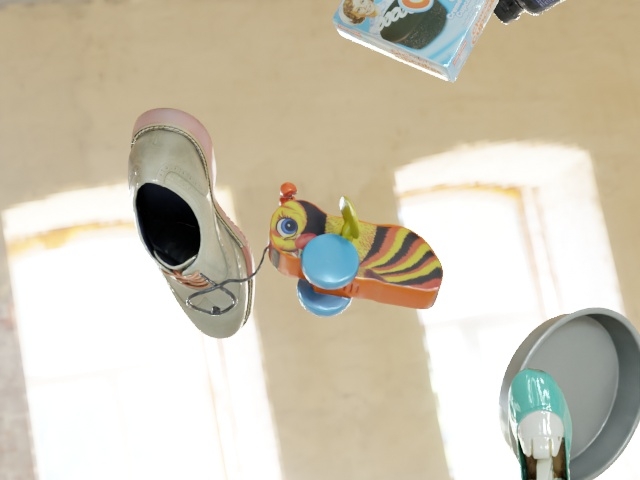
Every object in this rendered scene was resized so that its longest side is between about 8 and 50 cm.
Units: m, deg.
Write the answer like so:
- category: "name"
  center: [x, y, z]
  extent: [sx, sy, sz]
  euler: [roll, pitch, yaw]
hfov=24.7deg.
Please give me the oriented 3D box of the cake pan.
- category: "cake pan"
  center: [0.390, 0.241, 2.281]
  extent: [0.293, 0.293, 0.054]
  euler: [-3, 13, -33]

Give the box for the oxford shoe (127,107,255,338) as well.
- category: "oxford shoe"
  center: [-0.188, 0.014, 1.986]
  extent: [0.141, 0.146, 0.397]
  euler: [-5, -47, 15]

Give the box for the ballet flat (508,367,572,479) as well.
- category: "ballet flat"
  center: [0.310, 0.297, 2.021]
  extent: [0.083, 0.247, 0.087]
  euler: [-7, 24, 8]

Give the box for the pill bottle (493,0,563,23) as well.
- category: "pill bottle"
  center: [0.402, -0.477, 2.600]
  extent: [0.219, 0.122, 0.123]
  euler: [-28, -18, 26]

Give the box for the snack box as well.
- category: "snack box"
  center: [0.175, -0.399, 2.047]
  extent: [0.187, 0.322, 0.060]
  euler: [25, -9, 20]

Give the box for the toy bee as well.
- category: "toy bee"
  center: [0.000, 0.000, 1.796]
  extent: [0.298, 0.162, 0.195]
  euler: [11, -31, -23]
